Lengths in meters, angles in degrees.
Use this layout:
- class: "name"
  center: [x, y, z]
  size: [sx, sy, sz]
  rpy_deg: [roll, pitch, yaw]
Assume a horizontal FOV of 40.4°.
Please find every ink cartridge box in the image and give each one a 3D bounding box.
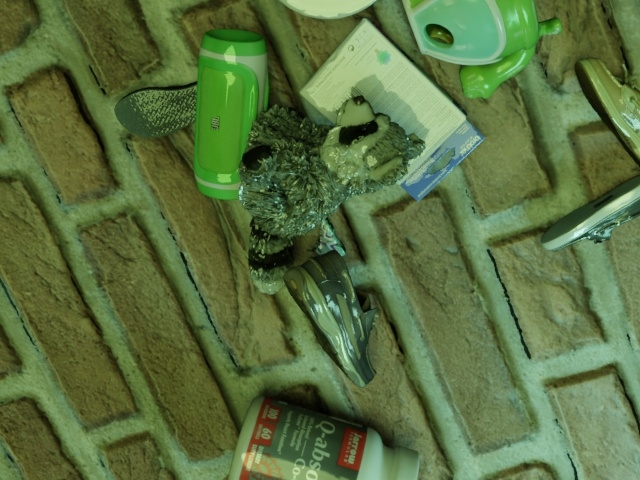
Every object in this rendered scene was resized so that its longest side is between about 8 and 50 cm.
- class: "ink cartridge box"
  center: [0.135, -0.242, 1.627]
  size: [0.311, 0.065, 0.186]
  rpy_deg: [43, 109, -4]

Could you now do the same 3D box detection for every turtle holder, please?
- class: "turtle holder"
  center: [0.260, -0.408, 1.484]
  size: [0.227, 0.320, 0.243]
  rpy_deg: [-21, 74, 10]

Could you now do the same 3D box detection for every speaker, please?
- class: "speaker"
  center: [-0.167, -0.231, 1.607]
  size: [0.131, 0.131, 0.296]
  rpy_deg: [8, 115, 5]

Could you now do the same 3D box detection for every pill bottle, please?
- class: "pill bottle"
  center: [0.007, 0.467, 1.795]
  size: [0.363, 0.210, 0.210]
  rpy_deg: [16, 109, 2]

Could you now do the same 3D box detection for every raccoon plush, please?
- class: "raccoon plush"
  center: [0.029, -0.073, 1.622]
  size: [0.299, 0.216, 0.446]
  rpy_deg: [12, 140, 13]

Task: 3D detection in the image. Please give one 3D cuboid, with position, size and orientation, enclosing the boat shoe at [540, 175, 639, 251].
- class: "boat shoe"
  center: [0.530, -0.033, 1.640]
  size: [0.228, 0.080, 0.076]
  rpy_deg: [-34, 103, 10]

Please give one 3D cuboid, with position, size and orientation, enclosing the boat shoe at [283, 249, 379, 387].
- class: "boat shoe"
  center: [0.054, 0.157, 1.688]
  size: [0.130, 0.132, 0.355]
  rpy_deg: [-35, 136, -8]

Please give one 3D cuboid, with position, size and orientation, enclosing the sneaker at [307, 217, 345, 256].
- class: "sneaker"
  center: [0.000, 0.000, 1.734]
  size: [0.069, 0.038, 0.098]
  rpy_deg: [-26, 102, 14]

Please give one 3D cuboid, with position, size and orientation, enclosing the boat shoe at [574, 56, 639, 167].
- class: "boat shoe"
  center: [0.561, -0.228, 1.563]
  size: [0.089, 0.104, 0.285]
  rpy_deg: [-39, 110, 12]

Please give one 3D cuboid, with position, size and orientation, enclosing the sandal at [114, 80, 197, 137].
- class: "sandal"
  center: [-0.269, -0.264, 1.684]
  size: [0.254, 0.054, 0.097]
  rpy_deg: [-13, 113, 1]

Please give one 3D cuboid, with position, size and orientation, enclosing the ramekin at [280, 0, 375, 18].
- class: "ramekin"
  center: [0.020, -0.530, 1.515]
  size: [0.273, 0.127, 0.273]
  rpy_deg: [2, 109, 7]
